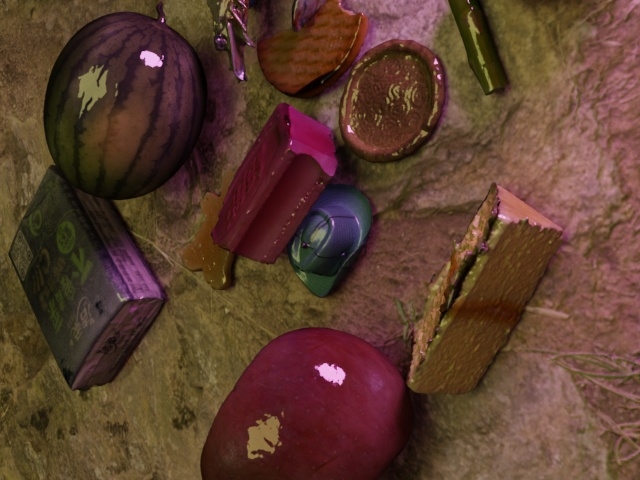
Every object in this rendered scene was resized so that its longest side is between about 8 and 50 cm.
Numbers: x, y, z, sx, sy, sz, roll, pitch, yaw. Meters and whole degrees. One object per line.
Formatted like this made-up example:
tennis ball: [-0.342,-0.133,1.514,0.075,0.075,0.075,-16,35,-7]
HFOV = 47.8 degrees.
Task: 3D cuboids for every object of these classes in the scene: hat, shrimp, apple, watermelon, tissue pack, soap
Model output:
hat: [0.000,0.000,1.126,0.138,0.077,0.191,39,112,35]
shrimp: [-0.089,-0.432,1.172,0.246,0.085,0.361,18,104,23]
apple: [-0.017,0.272,1.007,0.235,0.305,0.306,34,111,9]
watermelon: [-0.345,-0.248,1.298,0.279,0.278,0.360,44,116,33]
tissue pack: [-0.511,0.075,1.529,0.394,0.124,0.288,53,121,28]
soap: [-0.076,-0.071,1.147,0.250,0.099,0.162,-56,28,24]

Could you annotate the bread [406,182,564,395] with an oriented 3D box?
bread: [0.200,0.068,0.934,0.178,0.141,0.266,-96,31,-65]

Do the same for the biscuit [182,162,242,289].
biscuit: [-0.170,-0.029,1.304,0.153,0.030,0.235,33,109,35]

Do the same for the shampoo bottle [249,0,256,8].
shampoo bottle: [-0.076,-0.520,1.226,0.258,0.061,0.104,-41,67,31]

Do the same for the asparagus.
asparagus: [0.213,-0.279,0.985,0.045,0.041,0.179,-35,69,60]

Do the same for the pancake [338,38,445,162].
pancake: [0.102,-0.210,1.087,0.199,0.021,0.200,-4,84,40]

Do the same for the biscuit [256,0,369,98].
biscuit: [-0.020,-0.320,1.186,0.228,0.031,0.176,32,104,42]
